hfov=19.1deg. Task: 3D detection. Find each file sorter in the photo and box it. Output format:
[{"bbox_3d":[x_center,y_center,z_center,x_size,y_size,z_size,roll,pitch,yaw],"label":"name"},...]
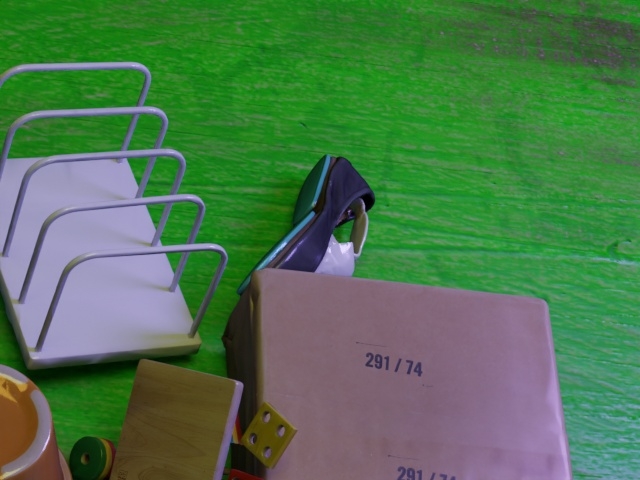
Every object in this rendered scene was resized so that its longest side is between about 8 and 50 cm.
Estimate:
[{"bbox_3d":[-0.236,-0.032,1.999,0.193,0.173,0.278,-4,51,-28],"label":"file sorter"}]

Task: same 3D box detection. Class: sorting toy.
[{"bbox_3d":[-0.124,0.194,1.850,0.046,0.274,0.132,19,82,-50],"label":"sorting toy"}]

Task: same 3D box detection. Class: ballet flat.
[{"bbox_3d":[0.000,0.000,2.103,0.096,0.095,0.280,38,39,-6],"label":"ballet flat"}]

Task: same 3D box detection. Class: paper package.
[{"bbox_3d":[0.072,0.205,1.939,0.325,0.168,0.309,6,54,-13],"label":"paper package"}]

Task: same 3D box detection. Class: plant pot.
[{"bbox_3d":[-0.327,0.216,1.796,0.205,0.188,0.205,8,52,-10],"label":"plant pot"}]

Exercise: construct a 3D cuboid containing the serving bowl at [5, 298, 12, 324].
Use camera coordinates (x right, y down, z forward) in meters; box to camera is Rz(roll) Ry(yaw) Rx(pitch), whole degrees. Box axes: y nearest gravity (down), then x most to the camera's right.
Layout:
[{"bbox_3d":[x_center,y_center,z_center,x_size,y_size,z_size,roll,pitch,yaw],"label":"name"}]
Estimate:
[{"bbox_3d":[-0.294,0.077,2.013,0.083,0.027,0.083,13,44,-13],"label":"serving bowl"}]
